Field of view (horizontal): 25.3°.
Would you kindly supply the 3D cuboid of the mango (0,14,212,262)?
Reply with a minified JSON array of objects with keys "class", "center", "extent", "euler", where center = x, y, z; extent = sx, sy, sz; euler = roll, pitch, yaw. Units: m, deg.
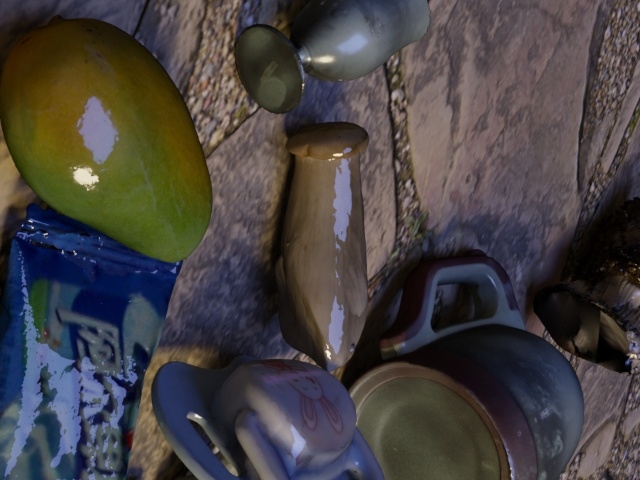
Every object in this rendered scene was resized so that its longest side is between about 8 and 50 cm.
[{"class":"mango","center":[-0.163,-0.079,1.165],"extent":[0.251,0.114,0.156],"euler":[41,43,-45]}]

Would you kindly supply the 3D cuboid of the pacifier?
[{"class":"pacifier","center":[-0.069,0.228,1.382],"extent":[0.226,0.238,0.287],"euler":[-48,161,23]}]

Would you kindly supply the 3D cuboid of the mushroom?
[{"class":"mushroom","center":[0.004,0.003,1.443],"extent":[0.108,0.096,0.247],"euler":[-18,112,-67]}]

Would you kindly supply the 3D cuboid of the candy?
[{"class":"candy","center":[-0.220,0.143,1.231],"extent":[0.187,0.077,0.331],"euler":[13,90,-47]}]

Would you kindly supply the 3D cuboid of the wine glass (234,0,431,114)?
[{"class":"wine glass","center":[0.017,-0.197,1.378],"extent":[0.202,0.093,0.093],"euler":[-30,127,-39]}]

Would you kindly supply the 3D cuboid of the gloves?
[{"class":"gloves","center":[0.429,0.051,1.944],"extent":[0.312,0.210,0.135],"euler":[-37,117,-28]}]

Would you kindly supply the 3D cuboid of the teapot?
[{"class":"teapot","center":[0.178,0.170,1.673],"extent":[0.312,0.233,0.315],"euler":[-21,94,-54]}]
